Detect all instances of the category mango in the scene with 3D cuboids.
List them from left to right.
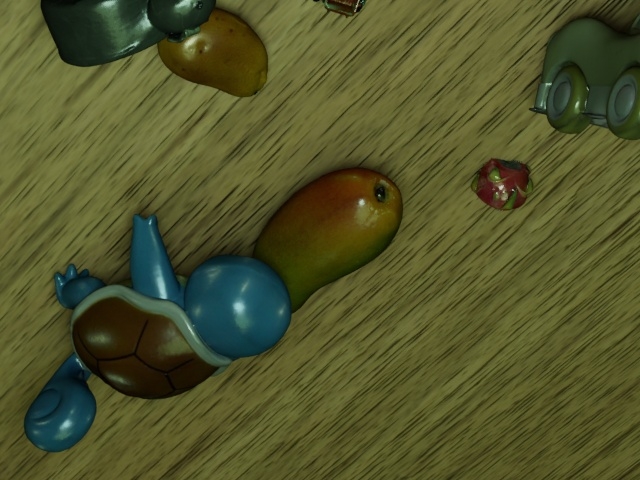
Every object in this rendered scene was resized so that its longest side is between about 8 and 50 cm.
[{"bbox_3d":[-0.130,-0.242,1.664,0.159,0.084,0.105,16,126,-47],"label":"mango"},{"bbox_3d":[-0.003,-0.002,1.838,0.289,0.129,0.146,-37,142,28],"label":"mango"}]

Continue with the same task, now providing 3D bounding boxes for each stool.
[{"bbox_3d":[-0.231,-0.297,1.550,0.228,0.153,0.139,-12,120,12],"label":"stool"}]

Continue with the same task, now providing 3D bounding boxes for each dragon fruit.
[{"bbox_3d":[0.262,-0.078,1.870,0.083,0.060,0.056,8,129,-13],"label":"dragon fruit"}]

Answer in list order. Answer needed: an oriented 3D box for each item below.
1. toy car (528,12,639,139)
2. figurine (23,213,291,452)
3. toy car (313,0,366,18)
[{"bbox_3d":[0.442,-0.220,1.641,0.242,0.336,0.226,11,95,-18],"label":"toy car"},{"bbox_3d":[-0.240,0.121,1.838,0.416,0.243,0.298,-29,118,11],"label":"figurine"},{"bbox_3d":[0.044,-0.347,1.627,0.073,0.054,0.143,15,124,-19],"label":"toy car"}]
